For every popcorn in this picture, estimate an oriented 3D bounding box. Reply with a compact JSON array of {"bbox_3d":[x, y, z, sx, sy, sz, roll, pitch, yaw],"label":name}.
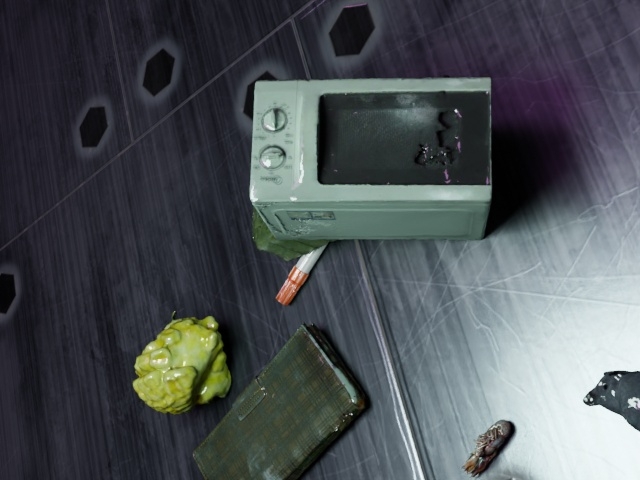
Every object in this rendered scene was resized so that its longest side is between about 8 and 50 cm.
[{"bbox_3d":[-0.223,0.196,1.617,0.142,0.173,0.173,45,109,31],"label":"popcorn"}]

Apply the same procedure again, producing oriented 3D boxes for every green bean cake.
[{"bbox_3d":[-0.026,-0.078,1.534,0.185,0.094,0.183,-28,53,46],"label":"green bean cake"}]

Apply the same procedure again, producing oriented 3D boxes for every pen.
[{"bbox_3d":[0.000,0.000,1.554,0.028,0.028,0.239,43,108,39],"label":"pen"}]

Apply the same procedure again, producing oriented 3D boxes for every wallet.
[{"bbox_3d":[-0.068,0.289,1.532,0.317,0.044,0.169,-50,56,22],"label":"wallet"}]

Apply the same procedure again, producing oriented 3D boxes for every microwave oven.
[{"bbox_3d":[0.071,-0.109,1.316,0.295,0.237,0.181,0,77,6],"label":"microwave oven"}]

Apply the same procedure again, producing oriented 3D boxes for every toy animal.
[{"bbox_3d":[0.406,0.200,1.132,0.210,0.121,0.117,7,128,58],"label":"toy animal"}]

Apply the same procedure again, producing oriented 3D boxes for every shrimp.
[{"bbox_3d":[0.211,0.270,1.294,0.029,0.038,0.092,38,105,41],"label":"shrimp"}]
